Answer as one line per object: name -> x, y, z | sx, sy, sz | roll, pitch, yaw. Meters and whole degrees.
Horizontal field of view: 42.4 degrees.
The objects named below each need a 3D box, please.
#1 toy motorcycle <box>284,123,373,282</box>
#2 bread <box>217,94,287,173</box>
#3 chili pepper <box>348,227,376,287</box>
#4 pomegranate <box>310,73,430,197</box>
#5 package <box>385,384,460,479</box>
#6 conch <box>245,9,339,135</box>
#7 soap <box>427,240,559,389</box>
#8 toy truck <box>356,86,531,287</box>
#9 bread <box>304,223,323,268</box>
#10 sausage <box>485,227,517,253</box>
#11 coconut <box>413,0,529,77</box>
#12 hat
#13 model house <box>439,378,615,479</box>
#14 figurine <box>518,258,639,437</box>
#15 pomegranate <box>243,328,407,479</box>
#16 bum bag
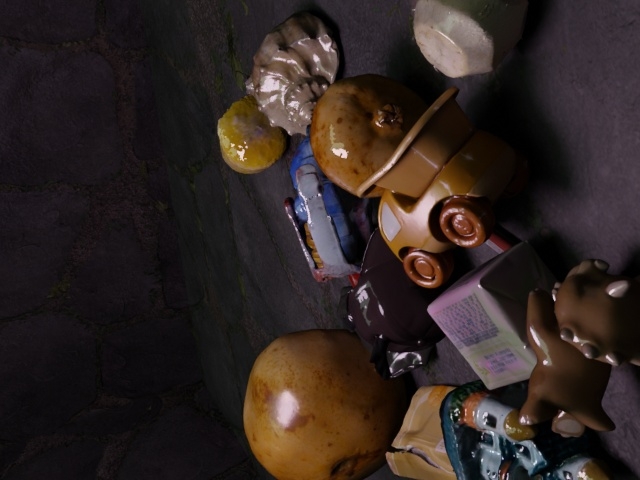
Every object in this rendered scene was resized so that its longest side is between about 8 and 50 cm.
toy motorcycle -> 0.030, -0.078, 1.688 | 0.241, 0.182, 0.319 | -152, 43, -70
bread -> -0.184, -0.278, 2.216 | 0.170, 0.197, 0.197 | 147, 104, -75
chili pepper -> 0.099, 0.032, 1.877 | 0.144, 0.136, 0.252 | 55, -179, -37
pomegranate -> 0.098, -0.193, 1.528 | 0.248, 0.248, 0.248 | 49, 149, 44
package -> 0.265, 0.425, 1.692 | 0.311, 0.165, 0.221 | -14, 94, 68
conch -> -0.065, -0.392, 1.861 | 0.324, 0.186, 0.263 | 56, 135, 33
soap -> 0.305, 0.125, 1.348 | 0.182, 0.138, 0.199 | 51, 156, 3
toy truck -> 0.197, -0.083, 1.329 | 0.212, 0.204, 0.288 | 41, 143, 4
bread -> 0.000, 0.000, 2.117 | 0.119, 0.084, 0.177 | 26, 134, 62
sausage -> 0.304, -0.002, 1.440 | 0.253, 0.034, 0.034 | 45, 146, 50
coconut -> 0.226, -0.331, 1.220 | 0.161, 0.162, 0.161 | 43, 169, 10
hat -> 0.190, 0.114, 1.555 | 0.209, 0.238, 0.336 | 56, 144, 40
model house -> 0.369, 0.374, 1.403 | 0.291, 0.184, 0.253 | 3, 105, 62
figurine -> 0.390, 0.154, 1.150 | 0.173, 0.177, 0.247 | 1, 75, 43
pomegranate -> 0.008, 0.392, 1.992 | 0.416, 0.417, 0.416 | 49, 149, 44
bum bag -> 0.132, 0.199, 1.895 | 0.080, 0.142, 0.326 | 39, -176, -42
